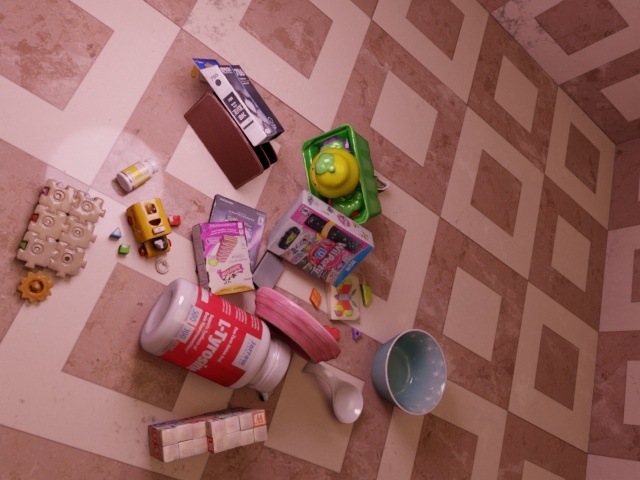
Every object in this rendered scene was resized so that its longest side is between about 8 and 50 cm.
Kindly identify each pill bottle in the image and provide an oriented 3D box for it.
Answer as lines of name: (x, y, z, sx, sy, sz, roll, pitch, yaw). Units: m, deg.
pill bottle: (-0.555, -0.203, 1.621, 0.116, 0.065, 0.065, -41, 104, -34)
pill bottle: (-0.301, 0.299, 1.585, 0.407, 0.229, 0.229, 33, 63, -25)

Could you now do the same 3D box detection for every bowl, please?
bowl: (0.314, 0.497, 2.015, 0.311, 0.163, 0.311, 9, 74, -33)

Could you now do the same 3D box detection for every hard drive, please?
hard drive: (-0.183, 0.112, 1.822, 0.094, 0.022, 0.135, 51, 51, -29)

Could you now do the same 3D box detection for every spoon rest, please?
spoon rest: (0.055, 0.532, 1.875, 0.276, 0.084, 0.137, 48, 57, -16)

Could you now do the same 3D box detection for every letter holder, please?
letter holder: (-0.272, -0.357, 1.763, 0.152, 0.214, 0.302, -42, 104, -34)

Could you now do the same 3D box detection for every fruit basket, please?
fruit basket: (0.048, -0.222, 1.913, 0.392, 0.283, 0.392, 19, 64, -46)

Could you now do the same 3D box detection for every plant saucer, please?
plant saucer: (-0.089, 0.281, 1.685, 0.332, 0.332, 0.084, 47, 70, -18)

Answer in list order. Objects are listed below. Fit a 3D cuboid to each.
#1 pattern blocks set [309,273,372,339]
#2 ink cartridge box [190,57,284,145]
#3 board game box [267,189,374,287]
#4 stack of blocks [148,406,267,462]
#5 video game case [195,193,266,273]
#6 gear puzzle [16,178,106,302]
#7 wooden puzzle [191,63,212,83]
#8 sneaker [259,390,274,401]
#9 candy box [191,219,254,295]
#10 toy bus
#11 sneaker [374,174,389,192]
pattern blocks set: (0.084, 0.215, 2.002, 0.285, 0.026, 0.325, -11, 86, -37)
ink cartridge box: (-0.256, -0.460, 1.692, 0.333, 0.065, 0.165, 53, 25, -5)
board game box: (0.000, 0.000, 1.853, 0.303, 0.224, 0.097, 30, 27, -21)
stack of blocks: (-0.326, 0.558, 1.545, 0.297, 0.171, 0.087, -1, 80, -35)
video game case: (-0.295, 0.003, 1.784, 0.196, 0.026, 0.274, 22, 67, -30)
gear puzzle: (-0.729, 0.012, 1.470, 0.175, 0.044, 0.339, 24, 69, -31)
wooden puzzle: (-0.393, -0.583, 1.855, 0.116, 0.014, 0.078, 13, 77, -32)
sneaker: (-0.181, 0.472, 1.752, 0.069, 0.038, 0.098, -28, 106, -38)
candy box: (-0.311, 0.058, 1.701, 0.159, 0.071, 0.233, -6, 84, -36)
toy bus: (-0.501, -0.029, 1.596, 0.202, 0.104, 0.191, 30, 64, -26)
sneaker: (0.192, -0.244, 2.145, 0.192, 0.086, 0.064, 20, 68, -30)
